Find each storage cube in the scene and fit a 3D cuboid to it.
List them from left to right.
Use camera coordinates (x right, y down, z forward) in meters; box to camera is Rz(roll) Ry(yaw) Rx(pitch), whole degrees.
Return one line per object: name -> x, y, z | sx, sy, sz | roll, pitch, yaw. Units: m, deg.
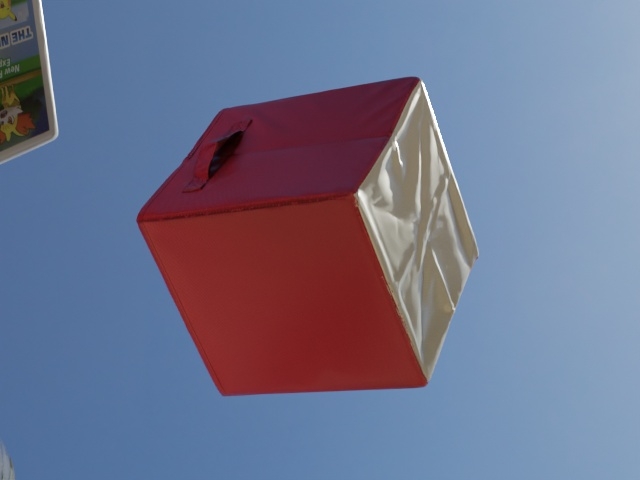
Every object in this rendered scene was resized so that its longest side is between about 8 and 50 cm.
storage cube -> 0.000, 0.000, 0.999 | 0.215, 0.193, 0.184 | 67, -148, -28

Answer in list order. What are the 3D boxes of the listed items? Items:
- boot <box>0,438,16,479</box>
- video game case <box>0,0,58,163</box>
boot -> -0.228, 0.163, 0.604 | 0.213, 0.077, 0.165 | -60, -5, -32
video game case -> -0.314, -0.161, 0.806 | 0.329, 0.036, 0.300 | -36, -49, -51
